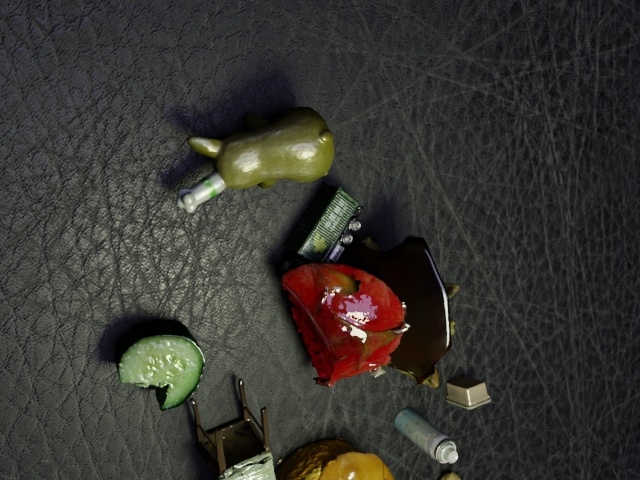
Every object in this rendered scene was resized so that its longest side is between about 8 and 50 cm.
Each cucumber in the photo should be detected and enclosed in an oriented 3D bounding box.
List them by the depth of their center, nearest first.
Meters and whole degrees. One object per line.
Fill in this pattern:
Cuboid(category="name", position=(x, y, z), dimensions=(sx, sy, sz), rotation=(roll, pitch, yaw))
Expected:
Cuboid(category="cucumber", position=(-0.359, 0.268, 1.648), dimensions=(0.191, 0.130, 0.191), rotation=(-5, 103, -24))

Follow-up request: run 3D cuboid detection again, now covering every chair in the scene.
Cuboid(category="chair", position=(-0.199, 0.524, 1.767), dimensions=(0.160, 0.186, 0.318), rotation=(-19, 119, -25))

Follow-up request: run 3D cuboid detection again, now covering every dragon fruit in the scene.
Cuboid(category="dragon fruit", position=(0.071, 0.197, 1.738), dimensions=(0.282, 0.100, 0.343), rotation=(-19, 111, 3))

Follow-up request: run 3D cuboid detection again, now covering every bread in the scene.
Cuboid(category="bread", position=(0.037, 0.733, 1.937), dimensions=(0.399, 0.215, 0.397), rotation=(-9, 108, -28))

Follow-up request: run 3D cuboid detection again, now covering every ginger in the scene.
Cuboid(category="ginger", position=(0.177, 0.172, 1.893), dimensions=(0.359, 0.211, 0.413), rotation=(3, 104, 12))

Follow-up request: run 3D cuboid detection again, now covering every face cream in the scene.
Cuboid(category="face cream", position=(0.296, 0.544, 2.018), dimensions=(0.075, 0.229, 0.075), rotation=(-7, 106, -27))

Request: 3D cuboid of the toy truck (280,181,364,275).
Cuboid(category="toy truck", position=(0.000, 0.000, 1.797), dimensions=(0.121, 0.088, 0.259), rotation=(35, 84, -32))

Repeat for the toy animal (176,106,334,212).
Cuboid(category="toy animal", position=(-0.152, -0.190, 1.629), dimensions=(0.363, 0.180, 0.181), rotation=(-13, 103, -2))

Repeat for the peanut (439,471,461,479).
Cuboid(category="peanut", position=(0.391, 0.797, 2.222), dimensions=(0.094, 0.083, 0.194), rotation=(3, 101, -30))

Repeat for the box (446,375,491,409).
Cuboid(category="box", position=(0.429, 0.443, 2.133), dimensions=(0.089, 0.122, 0.062), rotation=(-15, 98, -25))
